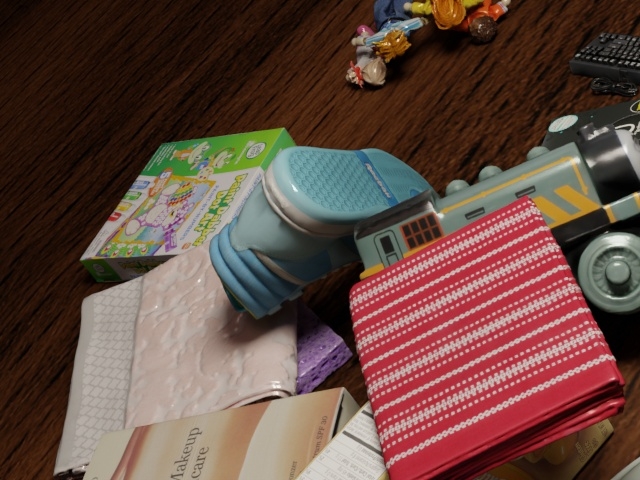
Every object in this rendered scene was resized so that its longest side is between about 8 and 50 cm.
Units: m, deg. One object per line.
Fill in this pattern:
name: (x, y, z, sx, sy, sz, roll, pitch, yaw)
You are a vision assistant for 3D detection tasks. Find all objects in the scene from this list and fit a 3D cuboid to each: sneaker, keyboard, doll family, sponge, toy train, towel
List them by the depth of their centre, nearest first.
towel: (0.127, 0.084, 1.082, 0.199, 0.031, 0.275, -28, 33, 10)
toy train: (0.192, 0.016, 1.285, 0.334, 0.190, 0.142, -24, -9, 14)
sneaker: (0.000, 0.000, 1.467, 0.208, 0.319, 0.127, -44, 60, 27)
sponge: (-0.057, 0.118, 1.528, 0.117, 0.031, 0.210, -40, 34, -7)
towel: (-0.166, 0.123, 1.547, 0.317, 0.053, 0.332, -24, 35, 17)
keyboard: (0.384, -0.216, 1.592, 0.108, 0.023, 0.180, -46, 34, -17)
doll family: (0.133, -0.317, 1.846, 0.263, 0.118, 0.163, -21, 35, 18)

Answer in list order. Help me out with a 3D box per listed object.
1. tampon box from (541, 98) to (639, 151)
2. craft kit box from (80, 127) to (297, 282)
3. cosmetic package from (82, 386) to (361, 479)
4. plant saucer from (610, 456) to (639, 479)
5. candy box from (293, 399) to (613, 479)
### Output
tampon box: (0.323, -0.077, 1.376, 0.161, 0.101, 0.120, -12, 28, 30)
craft kit box: (-0.183, -0.048, 1.833, 0.246, 0.061, 0.250, -1, 45, 36)
cosmetic package: (-0.089, 0.259, 1.287, 0.296, 0.129, 0.153, -16, 38, 26)
plant saucer: (0.346, 0.236, 0.916, 0.400, 0.100, 0.400, -14, 34, 10)
candy box: (0.104, 0.209, 1.136, 0.316, 0.183, 0.087, -46, 34, -18)
